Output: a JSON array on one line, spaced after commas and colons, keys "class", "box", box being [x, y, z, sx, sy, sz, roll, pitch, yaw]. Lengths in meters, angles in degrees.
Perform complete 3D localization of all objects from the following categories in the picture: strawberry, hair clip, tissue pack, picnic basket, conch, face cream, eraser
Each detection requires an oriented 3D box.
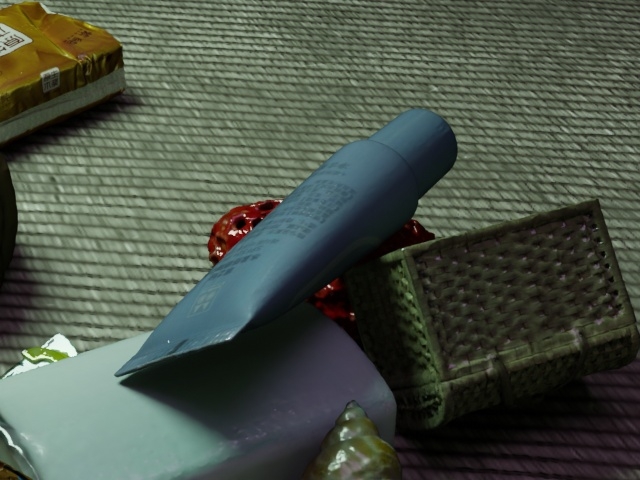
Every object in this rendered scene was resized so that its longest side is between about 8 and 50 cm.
[{"class": "strawberry", "box": [0.000, 0.000, 1.285, 0.236, 0.111, 0.190, 19, 39, 24]}, {"class": "hair clip", "box": [-0.263, 0.135, 1.128, 0.060, 0.033, 0.188, 27, 38, 28]}, {"class": "tissue pack", "box": [-0.357, -0.185, 1.550, 0.183, 0.092, 0.226, 28, 43, 31]}, {"class": "picnic basket", "box": [0.143, 0.067, 1.154, 0.196, 0.154, 0.134, -15, -3, -25]}, {"class": "conch", "box": [0.018, 0.216, 0.976, 0.173, 0.106, 0.116, -40, 33, -29]}, {"class": "face cream", "box": [-0.006, -0.003, 1.123, 0.136, 0.086, 0.385, -20, 15, 43]}, {"class": "eraser", "box": [-0.109, 0.141, 1.071, 0.290, 0.104, 0.189, -17, 32, -28]}]

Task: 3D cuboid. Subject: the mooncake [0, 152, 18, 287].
[{"class": "mooncake", "box": [-0.419, -0.032, 1.246, 0.290, 0.161, 0.290, 4, 37, -3]}]

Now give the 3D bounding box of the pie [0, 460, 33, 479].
[{"class": "pie", "box": [-0.231, 0.184, 0.873, 0.273, 0.273, 0.069, 19, 65, 22]}]
